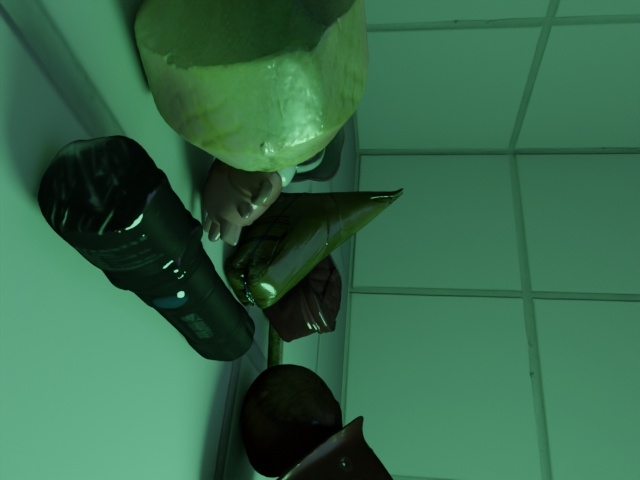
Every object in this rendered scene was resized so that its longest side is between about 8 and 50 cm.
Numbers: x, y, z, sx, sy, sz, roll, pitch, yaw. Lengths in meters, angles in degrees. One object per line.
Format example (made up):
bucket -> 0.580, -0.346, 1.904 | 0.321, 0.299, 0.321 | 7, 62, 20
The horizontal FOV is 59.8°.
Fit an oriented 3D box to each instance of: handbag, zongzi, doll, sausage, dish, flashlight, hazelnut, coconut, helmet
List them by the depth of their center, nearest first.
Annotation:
coconut -> -0.069, -0.214, 0.601 | 0.259, 0.259, 0.260 | 1, 90, -82
flashlight -> -0.154, 0.048, 0.606 | 0.424, 0.103, 0.103 | 79, 14, -62
doll -> -0.103, -0.094, 0.778 | 0.211, 0.093, 0.262 | -59, -158, -1
helmet -> 0.028, 0.500, 0.894 | 0.384, 0.230, 0.338 | -32, 145, -38
zongzi -> 0.000, 0.000, 0.972 | 0.260, 0.288, 0.123 | -76, 156, -54
hazelnut -> -0.066, 0.338, 1.029 | 0.208, 0.208, 0.208 | 1, 90, -82
dish -> -0.062, -0.203, 1.081 | 0.081, 0.229, 0.230 | -25, -124, 53
sausage -> -0.100, 0.292, 1.231 | 0.033, 0.032, 0.269 | 46, 45, -79
handbag -> -0.031, 0.115, 1.245 | 0.147, 0.135, 0.225 | 63, 21, -22

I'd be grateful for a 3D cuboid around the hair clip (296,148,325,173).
hair clip -> -0.067, -0.171, 0.991 | 0.220, 0.140, 0.054 | -43, 178, -38
